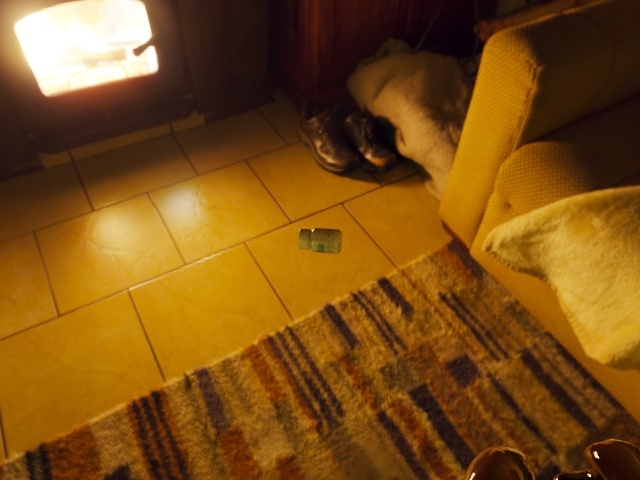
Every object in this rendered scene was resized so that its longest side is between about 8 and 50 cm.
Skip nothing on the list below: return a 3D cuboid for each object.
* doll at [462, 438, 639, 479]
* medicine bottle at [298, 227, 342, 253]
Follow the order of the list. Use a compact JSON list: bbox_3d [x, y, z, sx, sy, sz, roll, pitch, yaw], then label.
[{"bbox_3d":[0.225,0.231,0.241,0.339,0.209,0.318,-13,68,29],"label":"doll"},{"bbox_3d":[0.000,0.000,1.035,0.089,0.052,0.052,4,48,7],"label":"medicine bottle"}]
